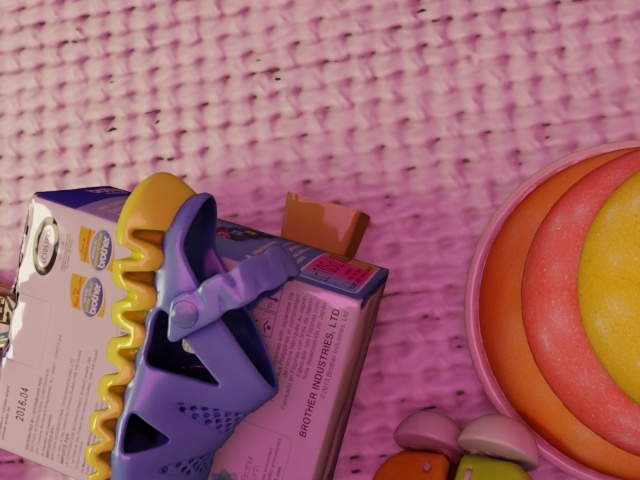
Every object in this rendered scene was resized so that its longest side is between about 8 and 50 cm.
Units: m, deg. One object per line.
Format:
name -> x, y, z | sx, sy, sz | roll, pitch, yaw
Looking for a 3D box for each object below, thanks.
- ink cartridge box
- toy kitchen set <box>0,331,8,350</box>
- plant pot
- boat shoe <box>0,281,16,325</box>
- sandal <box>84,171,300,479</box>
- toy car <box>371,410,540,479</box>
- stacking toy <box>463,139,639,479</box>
ink cartridge box -> -0.160, 0.106, 0.731 | 0.396, 0.151, 0.270 | 17, 101, 11
toy kitchen set -> -0.452, 0.122, 0.802 | 0.207, 0.166, 0.122 | -13, 80, 8
plant pot -> 0.000, 0.000, 0.786 | 0.081, 0.081, 0.083 | 16, 90, 12
boat shoe -> -0.397, 0.071, 0.862 | 0.135, 0.045, 0.050 | 18, 93, 9
sandal -> -0.098, 0.110, 0.578 | 0.138, 0.126, 0.317 | 9, 99, 9
toy car -> 0.139, 0.257, 0.685 | 0.182, 0.136, 0.159 | -12, 45, 46
stacking toy -> 0.283, 0.042, 0.521 | 0.351, 0.480, 0.350 | -2, 81, 11
